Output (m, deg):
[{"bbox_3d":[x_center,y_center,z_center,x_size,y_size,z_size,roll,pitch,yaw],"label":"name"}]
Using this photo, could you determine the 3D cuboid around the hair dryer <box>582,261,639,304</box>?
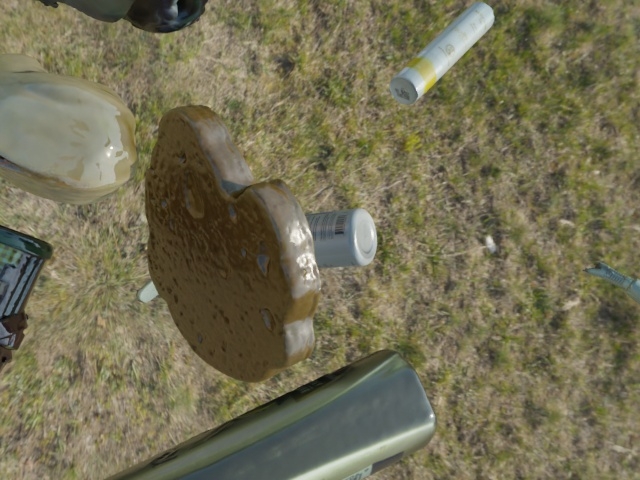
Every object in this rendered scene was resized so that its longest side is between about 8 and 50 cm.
[{"bbox_3d":[0.520,0.153,0.799,0.092,0.267,0.229,-26,113,-36],"label":"hair dryer"}]

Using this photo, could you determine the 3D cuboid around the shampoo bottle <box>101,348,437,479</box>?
[{"bbox_3d":[-0.085,0.186,0.411,0.349,0.126,0.084,-21,71,-16],"label":"shampoo bottle"}]

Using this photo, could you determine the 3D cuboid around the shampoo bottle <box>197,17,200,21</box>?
[{"bbox_3d":[-0.427,-0.703,1.694,0.137,0.048,0.027,22,71,-27],"label":"shampoo bottle"}]

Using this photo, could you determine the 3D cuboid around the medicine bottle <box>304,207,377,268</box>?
[{"bbox_3d":[0.000,0.000,1.571,0.157,0.288,0.157,13,75,-58],"label":"medicine bottle"}]

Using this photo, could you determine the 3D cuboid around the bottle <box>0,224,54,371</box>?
[{"bbox_3d":[-0.509,0.108,0.822,0.156,0.143,0.272,25,79,-27],"label":"bottle"}]

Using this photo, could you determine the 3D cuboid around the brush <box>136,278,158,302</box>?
[{"bbox_3d":[-0.329,0.040,1.418,0.336,0.020,0.086,-46,137,-29],"label":"brush"}]

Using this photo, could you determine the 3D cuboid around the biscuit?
[{"bbox_3d":[-0.136,0.013,0.756,0.074,0.358,0.382,-21,117,-43],"label":"biscuit"}]

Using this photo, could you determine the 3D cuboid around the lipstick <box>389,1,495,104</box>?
[{"bbox_3d":[0.218,-0.333,0.989,0.059,0.059,0.264,49,63,-11],"label":"lipstick"}]

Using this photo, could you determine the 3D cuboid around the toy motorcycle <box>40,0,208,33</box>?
[{"bbox_3d":[-0.165,-0.240,0.397,0.270,0.159,0.106,15,61,-54],"label":"toy motorcycle"}]

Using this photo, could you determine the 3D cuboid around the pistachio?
[{"bbox_3d":[-0.600,-0.254,1.249,0.445,0.282,0.365,35,32,7],"label":"pistachio"}]
